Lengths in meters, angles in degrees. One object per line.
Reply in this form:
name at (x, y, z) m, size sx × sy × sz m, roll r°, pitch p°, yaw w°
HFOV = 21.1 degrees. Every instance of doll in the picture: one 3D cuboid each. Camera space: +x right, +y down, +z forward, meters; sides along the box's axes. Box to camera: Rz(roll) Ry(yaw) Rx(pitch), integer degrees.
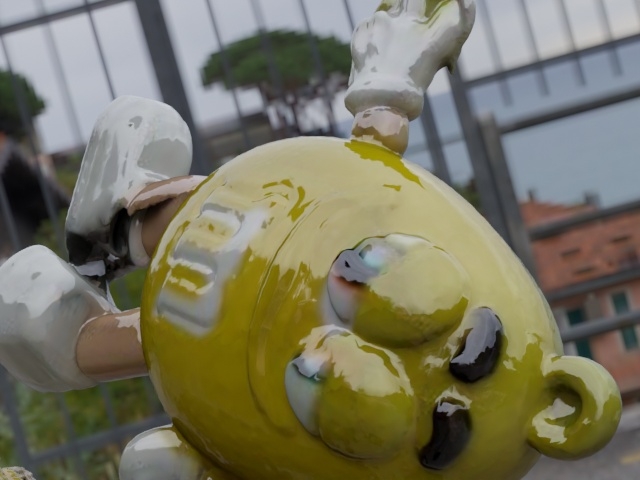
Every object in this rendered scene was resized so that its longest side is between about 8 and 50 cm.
doll at (-0.028, 0.016, 1.030) m, size 0.423 × 0.348 × 0.161 m, roll -21°, pitch -31°, yaw 33°

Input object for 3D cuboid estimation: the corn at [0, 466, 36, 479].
corn at (-0.179, 0.239, 0.946) m, size 0.106 × 0.106 × 0.305 m, roll -16°, pitch 38°, yaw -10°
